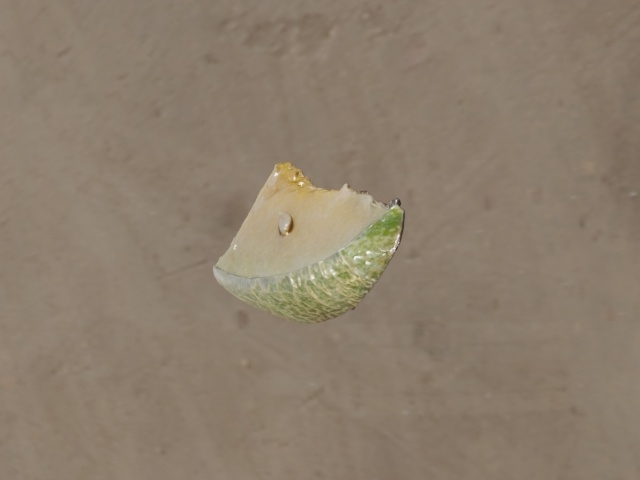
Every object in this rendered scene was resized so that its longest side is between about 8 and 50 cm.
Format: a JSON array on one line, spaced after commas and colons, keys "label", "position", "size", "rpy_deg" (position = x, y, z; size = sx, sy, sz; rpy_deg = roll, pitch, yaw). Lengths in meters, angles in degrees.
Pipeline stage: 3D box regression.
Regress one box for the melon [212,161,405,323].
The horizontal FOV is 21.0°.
[{"label": "melon", "position": [-0.004, 0.007, 1.081], "size": [0.054, 0.182, 0.098], "rpy_deg": [24, 89, -25]}]
